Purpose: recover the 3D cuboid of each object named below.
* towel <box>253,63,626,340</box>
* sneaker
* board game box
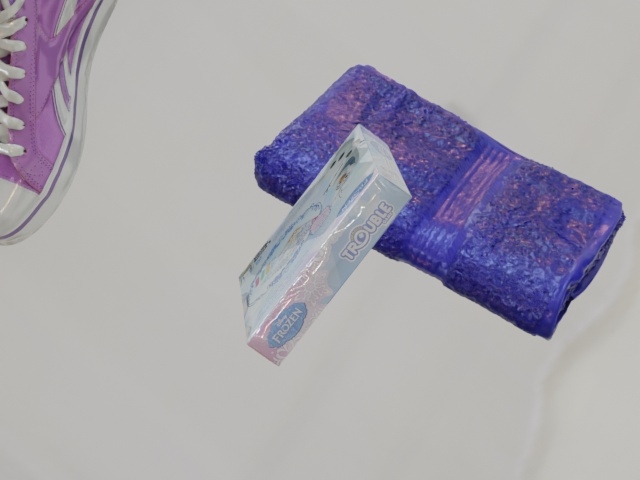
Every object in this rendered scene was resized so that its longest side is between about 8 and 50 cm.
[{"bbox_3d":[0.114,-0.046,1.692,0.227,0.308,0.076,-47,-19,-58],"label":"towel"},{"bbox_3d":[-0.246,-0.143,1.419,0.102,0.161,0.282,12,87,26],"label":"sneaker"},{"bbox_3d":[0.000,0.000,0.800,0.090,0.020,0.090,-52,13,11],"label":"board game box"}]
